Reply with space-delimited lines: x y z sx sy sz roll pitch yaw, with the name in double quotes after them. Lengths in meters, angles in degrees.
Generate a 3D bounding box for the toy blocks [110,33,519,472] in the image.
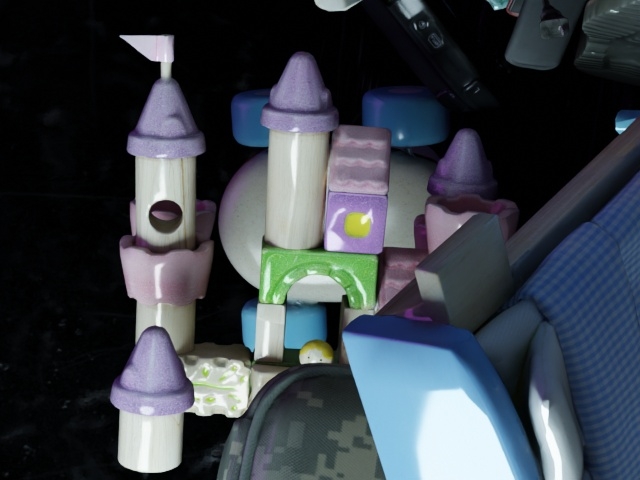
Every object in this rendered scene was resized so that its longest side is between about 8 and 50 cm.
0.000 0.000 1.112 0.309 0.289 0.260 -89 3 -75 "toy blocks"

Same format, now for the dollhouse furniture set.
0.168 -0.021 0.530 0.286 0.198 0.303 -38 -58 -41 "dollhouse furniture set"

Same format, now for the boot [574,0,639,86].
0.168 -0.154 0.764 0.198 0.077 0.137 165 118 -83 "boot"

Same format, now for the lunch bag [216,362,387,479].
0.034 0.224 0.810 0.256 0.213 0.305 117 162 -71 "lunch bag"

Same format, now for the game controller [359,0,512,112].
0.040 -0.235 1.264 0.067 0.319 0.166 -34 18 18 "game controller"

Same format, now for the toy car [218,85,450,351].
0.033 -0.033 1.432 0.238 0.210 0.219 -53 -38 -74 "toy car"

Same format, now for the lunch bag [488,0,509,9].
0.107 -0.311 1.213 0.223 0.160 0.262 -117 22 -73 "lunch bag"

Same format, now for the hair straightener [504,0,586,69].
0.164 -0.167 1.020 0.230 0.047 0.089 119 159 -63 "hair straightener"
